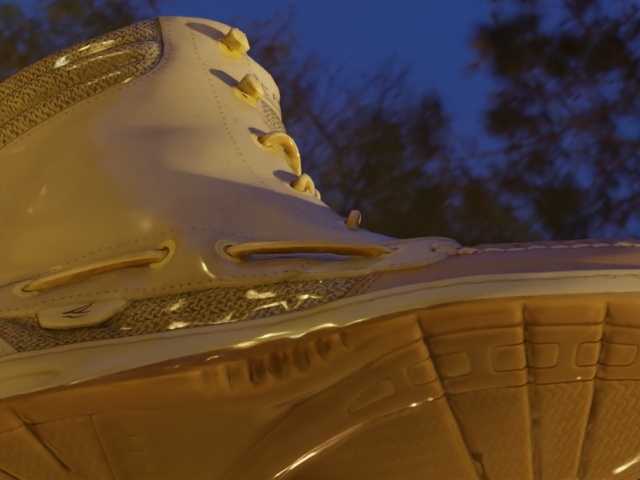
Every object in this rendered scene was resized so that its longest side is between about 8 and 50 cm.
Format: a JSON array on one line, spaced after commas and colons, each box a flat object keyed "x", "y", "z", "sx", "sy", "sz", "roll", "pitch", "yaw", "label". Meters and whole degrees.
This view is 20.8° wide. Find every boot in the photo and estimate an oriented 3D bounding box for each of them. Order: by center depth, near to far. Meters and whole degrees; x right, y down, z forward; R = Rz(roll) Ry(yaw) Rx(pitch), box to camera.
[{"x": 0.000, "y": 0.000, "z": 0.589, "sx": 0.262, "sy": 0.203, "sz": 0.095, "roll": -10, "pitch": -52, "yaw": 2, "label": "boot"}]
